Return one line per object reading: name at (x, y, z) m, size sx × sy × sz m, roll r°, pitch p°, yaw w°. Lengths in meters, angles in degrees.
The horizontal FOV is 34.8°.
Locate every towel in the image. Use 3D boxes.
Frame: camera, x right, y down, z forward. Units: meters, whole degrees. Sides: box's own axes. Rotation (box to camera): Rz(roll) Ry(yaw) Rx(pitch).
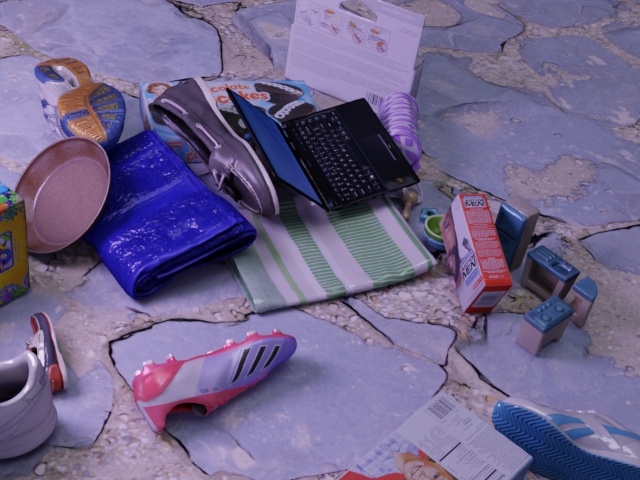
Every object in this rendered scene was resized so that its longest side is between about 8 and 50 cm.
towel at (0.000, 0.000, 1.672) m, size 0.324 × 0.038 × 0.248 m, roll -10°, pitch 44°, yaw -24°
towel at (-0.275, -0.055, 1.619) m, size 0.227 × 0.076 × 0.308 m, roll -27°, pitch 49°, yaw -27°

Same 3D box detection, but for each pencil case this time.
pencil case at (0.151, -0.204, 1.911) m, size 0.088 × 0.086 × 0.206 m, roll 34°, pitch 30°, yaw -18°

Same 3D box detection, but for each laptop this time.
laptop at (0.004, -0.178, 1.731) m, size 0.264 × 0.137 × 0.234 m, roll -19°, pitch 53°, yaw -14°

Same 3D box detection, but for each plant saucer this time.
plant saucer at (-0.397, -0.066, 1.589) m, size 0.198 × 0.036 × 0.199 m, roll -11°, pitch 64°, yaw 24°

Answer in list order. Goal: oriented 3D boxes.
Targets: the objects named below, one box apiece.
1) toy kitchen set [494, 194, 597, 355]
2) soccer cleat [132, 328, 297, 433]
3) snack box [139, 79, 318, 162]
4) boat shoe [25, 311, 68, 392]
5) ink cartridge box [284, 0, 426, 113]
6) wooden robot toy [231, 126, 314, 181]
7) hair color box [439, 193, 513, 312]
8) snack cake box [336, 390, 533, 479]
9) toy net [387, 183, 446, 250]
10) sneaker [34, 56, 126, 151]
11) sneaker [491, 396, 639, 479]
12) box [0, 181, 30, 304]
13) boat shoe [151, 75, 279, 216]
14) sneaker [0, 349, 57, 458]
toy kitchen set at (0.323, 0.052, 1.614) m, size 0.166 × 0.122 × 0.207 m, roll -25°, pitch 50°, yaw -36°
soccer cleat at (-0.136, 0.188, 1.389) m, size 0.248 × 0.083 × 0.095 m, roll -11°, pitch 73°, yaw -32°
snack box at (-0.163, -0.224, 1.891) m, size 0.322 × 0.060 × 0.187 m, roll -4°, pitch 41°, yaw -17°
boat shoe at (-0.379, 0.151, 1.389) m, size 0.043 × 0.049 × 0.137 m, roll -11°, pitch 48°, yaw -22°
ink cartridge box at (0.071, -0.385, 2.003) m, size 0.275 × 0.239 × 0.060 m, roll 24°, pitch 40°, yaw 16°
wooden robot toy at (-0.100, -0.125, 1.792) m, size 0.173 × 0.079 × 0.076 m, roll 32°, pitch 3°, yaw -11°
hair color box at (0.244, 0.020, 1.621) m, size 0.053 × 0.093 × 0.167 m, roll -1°, pitch 59°, yaw -17°
snack cake box at (0.124, 0.319, 1.264) m, size 0.152 × 0.089 × 0.264 m, roll 36°, pitch 45°, yaw 26°
toy net at (0.189, -0.062, 1.786) m, size 0.122 × 0.045 × 0.232 m, roll -14°, pitch 44°, yaw -26°
sneaker at (-0.402, -0.204, 1.744) m, size 0.111 × 0.131 × 0.296 m, roll -13°, pitch 36°, yaw -22°
sneaker at (0.342, 0.271, 1.388) m, size 0.228 × 0.087 × 0.092 m, roll 24°, pitch 33°, yaw 6°
box at (-0.610, -0.004, 1.422) m, size 0.290 × 0.177 × 0.279 m, roll 32°, pitch 44°, yaw 25°
boat shoe at (-0.177, -0.144, 1.701) m, size 0.095 × 0.112 × 0.335 m, roll -25°, pitch 54°, yaw -14°
sneaker at (-0.462, 0.215, 1.204) m, size 0.305 × 0.152 × 0.114 m, roll -23°, pitch 51°, yaw -33°
